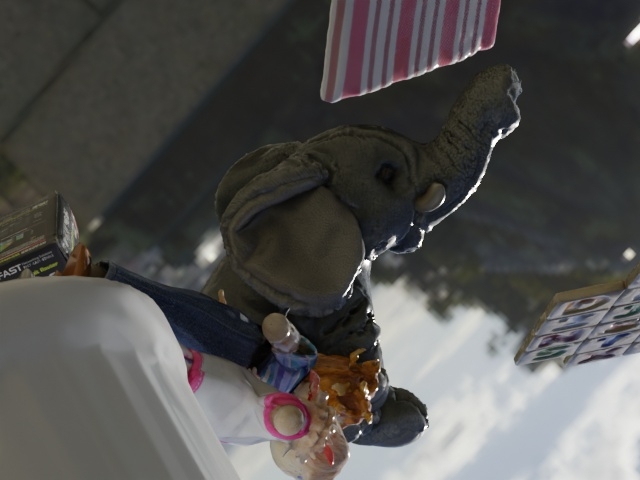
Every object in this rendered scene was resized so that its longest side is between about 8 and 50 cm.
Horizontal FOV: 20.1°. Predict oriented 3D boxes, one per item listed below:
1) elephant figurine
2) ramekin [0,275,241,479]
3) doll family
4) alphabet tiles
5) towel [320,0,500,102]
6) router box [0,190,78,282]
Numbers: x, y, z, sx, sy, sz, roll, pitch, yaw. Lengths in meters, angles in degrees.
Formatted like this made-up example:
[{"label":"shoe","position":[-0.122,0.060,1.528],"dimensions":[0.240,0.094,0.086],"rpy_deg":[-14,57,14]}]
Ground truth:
[{"label":"elephant figurine","position":[0.000,0.000,1.122],"dimensions":[0.186,0.169,0.239],"rpy_deg":[1,97,-45]},{"label":"ramekin","position":[-0.137,0.150,0.616],"dimensions":[0.277,0.135,0.277],"rpy_deg":[-32,159,-14]},{"label":"doll family","position":[-0.064,0.060,0.867],"dimensions":[0.263,0.163,0.118],"rpy_deg":[-26,-137,59]},{"label":"alphabet tiles","position":[0.322,0.053,1.568],"dimensions":[0.285,0.011,0.342],"rpy_deg":[-10,164,-6]},{"label":"towel","position":[0.069,-0.185,1.279],"dimensions":[0.197,0.029,0.144],"rpy_deg":[-23,129,-44]},{"label":"router box","position":[-0.236,0.020,1.312],"dimensions":[0.122,0.038,0.092],"rpy_deg":[-24,-155,4]}]
